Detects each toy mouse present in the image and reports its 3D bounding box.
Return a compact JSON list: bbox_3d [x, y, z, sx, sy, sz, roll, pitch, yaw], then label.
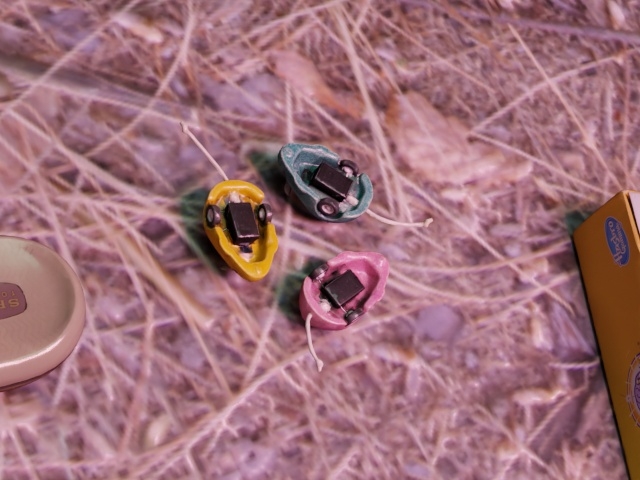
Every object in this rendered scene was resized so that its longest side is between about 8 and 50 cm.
[{"bbox_3d":[0.000,0.000,0.921,0.143,0.031,0.161,-8,68,-31],"label":"toy mouse"}]

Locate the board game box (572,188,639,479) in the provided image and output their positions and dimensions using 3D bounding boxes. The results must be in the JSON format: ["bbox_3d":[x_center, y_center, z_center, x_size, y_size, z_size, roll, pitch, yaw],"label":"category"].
[{"bbox_3d":[0.305,0.128,0.987,0.242,0.064,0.316,5,61,-25],"label":"board game box"}]

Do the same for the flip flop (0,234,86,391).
[{"bbox_3d":[-0.237,0.038,0.744,0.277,0.080,0.112,-7,67,-31],"label":"flip flop"}]
